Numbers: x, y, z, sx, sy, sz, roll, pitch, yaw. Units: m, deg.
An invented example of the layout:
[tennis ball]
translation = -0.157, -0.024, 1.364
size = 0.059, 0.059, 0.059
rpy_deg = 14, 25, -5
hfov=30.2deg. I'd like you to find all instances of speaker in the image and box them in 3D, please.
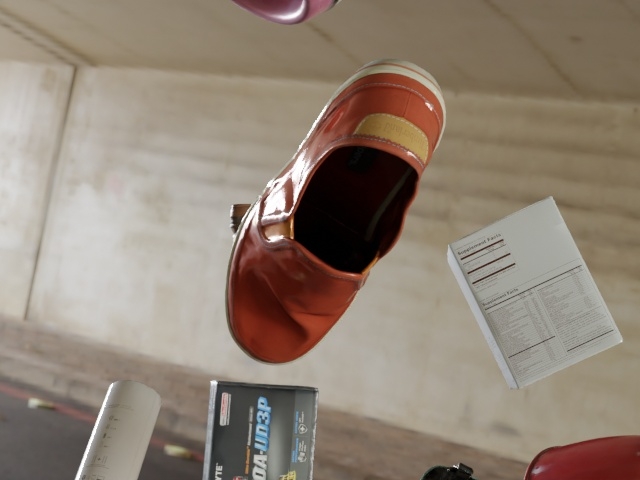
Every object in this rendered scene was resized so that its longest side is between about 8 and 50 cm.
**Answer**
[speaker]
translation = -0.190, 0.196, 1.095
size = 0.055, 0.136, 0.055
rpy_deg = 6, -44, 6

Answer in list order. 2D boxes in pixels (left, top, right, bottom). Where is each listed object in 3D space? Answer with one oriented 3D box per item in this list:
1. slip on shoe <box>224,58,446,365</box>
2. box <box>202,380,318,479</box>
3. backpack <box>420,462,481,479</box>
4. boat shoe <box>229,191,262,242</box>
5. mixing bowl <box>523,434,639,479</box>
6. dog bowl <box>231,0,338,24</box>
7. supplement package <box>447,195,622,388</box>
[slip on shoe]
translation = 0.000, 0.000, 0.978
size = 0.123, 0.331, 0.101
rpy_deg = 24, 41, -9
[box]
translation = -0.098, 0.342, 1.927
size = 0.175, 0.220, 0.051
rpy_deg = 7, -6, -17
[backpack]
translation = 0.152, 0.358, 1.260
size = 0.166, 0.188, 0.144
rpy_deg = 18, -42, 16
[boat shoe]
translation = -0.054, -0.042, 1.575
size = 0.064, 0.060, 0.178
rpy_deg = -9, 10, 40
[mixing bowl]
translation = 0.245, 0.211, 0.861
size = 0.181, 0.181, 0.098
rpy_deg = 12, -42, -43
[dog bowl]
translation = -0.095, -0.447, 1.517
size = 0.408, 0.150, 0.408
rpy_deg = 38, -14, 11
[supplement package]
translation = 0.277, 0.076, 1.566
size = 0.149, 0.203, 0.194
rpy_deg = -25, -9, 2
